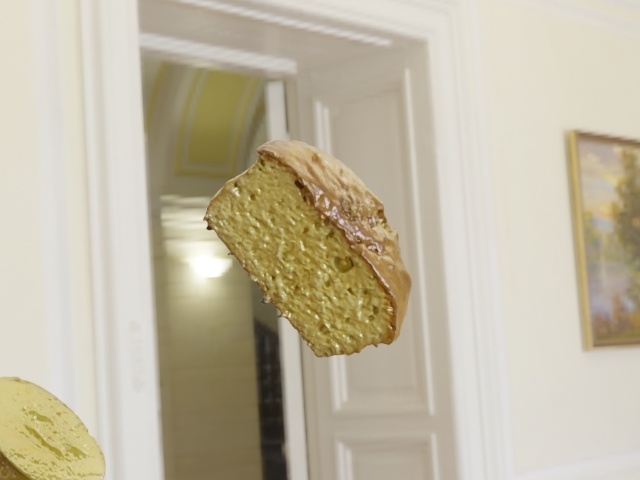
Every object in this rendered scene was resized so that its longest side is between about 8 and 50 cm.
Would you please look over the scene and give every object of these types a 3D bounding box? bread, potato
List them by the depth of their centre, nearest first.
[{"bbox_3d":[-0.427,0.312,1.674,0.158,0.203,0.178,-43,20,21],"label":"potato"},{"bbox_3d":[0.000,0.000,1.770,0.194,0.340,0.179,-34,11,26],"label":"bread"}]
